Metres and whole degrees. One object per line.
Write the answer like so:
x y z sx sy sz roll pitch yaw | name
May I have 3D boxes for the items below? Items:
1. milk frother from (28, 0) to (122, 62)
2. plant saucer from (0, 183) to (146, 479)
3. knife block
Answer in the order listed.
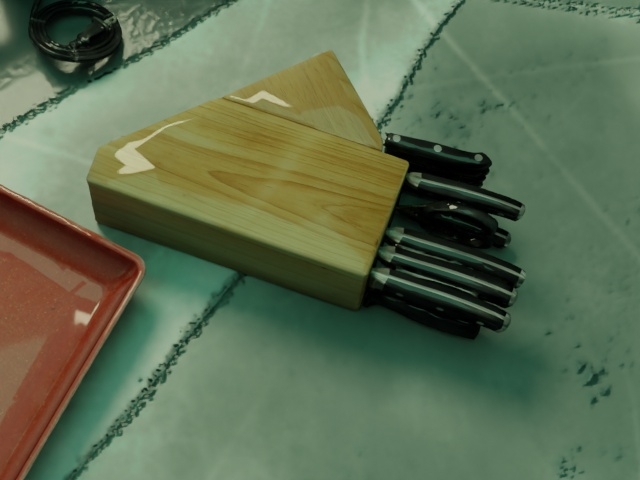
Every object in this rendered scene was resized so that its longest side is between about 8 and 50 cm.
-0.205 -0.222 1.168 0.143 0.135 0.129 27 72 6 | milk frother
-0.294 0.072 1.104 0.258 0.048 0.259 27 70 6 | plant saucer
0.000 0.000 1.124 0.275 0.088 0.242 -24 73 -12 | knife block
